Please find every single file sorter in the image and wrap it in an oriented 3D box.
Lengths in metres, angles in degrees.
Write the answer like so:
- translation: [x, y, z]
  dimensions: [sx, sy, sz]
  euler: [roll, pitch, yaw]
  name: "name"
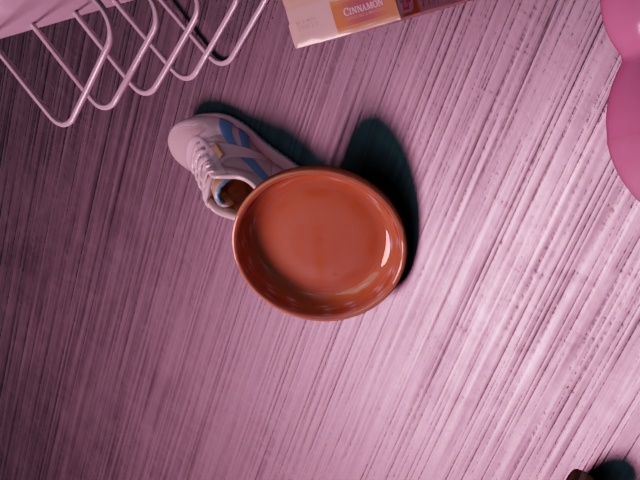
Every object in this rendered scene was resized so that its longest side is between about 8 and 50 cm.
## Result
- translation: [-0.211, -0.271, 1.519]
  dimensions: [0.173, 0.278, 0.193]
  euler: [49, 135, 12]
  name: "file sorter"

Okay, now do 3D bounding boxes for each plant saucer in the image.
- translation: [0.000, 0.000, 1.532]
  dimensions: [0.200, 0.037, 0.200]
  euler: [3, 121, 5]
  name: "plant saucer"

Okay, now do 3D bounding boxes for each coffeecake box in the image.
- translation: [0.077, -0.247, 1.300]
  dimensions: [0.142, 0.185, 0.068]
  euler: [-7, 102, 47]
  name: "coffeecake box"

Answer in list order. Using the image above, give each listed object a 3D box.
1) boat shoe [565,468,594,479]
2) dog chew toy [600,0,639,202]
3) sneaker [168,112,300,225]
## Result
- translation: [0.271, 0.322, 1.450]
  dimensions: [0.072, 0.068, 0.190]
  euler: [29, 137, 19]
  name: "boat shoe"
- translation: [0.318, -0.180, 1.088]
  dimensions: [0.206, 0.206, 0.332]
  euler: [-10, 92, 47]
  name: "dog chew toy"
- translation: [-0.113, -0.086, 1.630]
  dimensions: [0.229, 0.092, 0.087]
  euler: [31, 128, 34]
  name: "sneaker"
